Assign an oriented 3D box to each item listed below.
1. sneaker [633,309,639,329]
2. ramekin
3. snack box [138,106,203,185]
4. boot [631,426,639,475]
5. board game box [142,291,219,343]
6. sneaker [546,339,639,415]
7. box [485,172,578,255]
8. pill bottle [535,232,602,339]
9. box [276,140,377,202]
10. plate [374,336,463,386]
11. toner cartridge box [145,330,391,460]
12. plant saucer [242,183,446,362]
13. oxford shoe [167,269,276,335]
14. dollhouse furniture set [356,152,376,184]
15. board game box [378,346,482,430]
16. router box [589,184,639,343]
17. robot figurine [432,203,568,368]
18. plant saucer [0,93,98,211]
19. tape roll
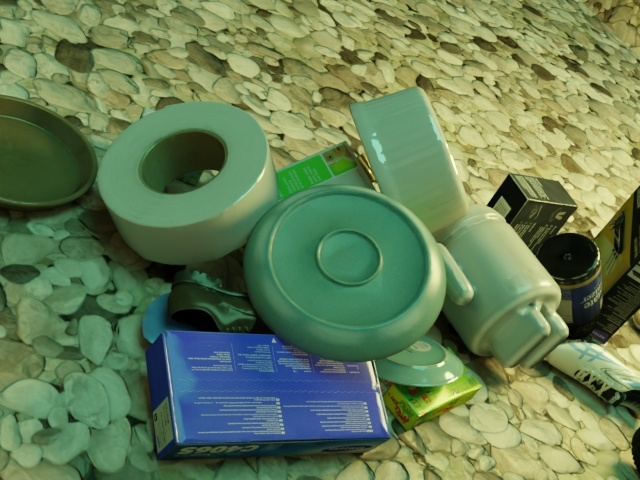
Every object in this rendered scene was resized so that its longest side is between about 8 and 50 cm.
[{"bbox_3d":[0.836,0.182,2.106,0.282,0.153,0.099,-15,52,-9],"label":"sneaker"},{"bbox_3d":[0.161,-0.138,1.642,0.277,0.135,0.277,-22,90,-84],"label":"ramekin"},{"bbox_3d":[-0.272,-0.170,1.678,0.141,0.100,0.037,22,36,-14],"label":"snack box"},{"bbox_3d":[0.697,0.434,1.675,0.207,0.094,0.247,-5,55,-36],"label":"boot"},{"bbox_3d":[-0.194,0.152,1.405,0.168,0.033,0.133,36,39,8],"label":"board game box"},{"bbox_3d":[0.545,0.265,1.783,0.237,0.085,0.086,25,43,-5],"label":"sneaker"},{"bbox_3d":[0.450,-0.055,2.035,0.158,0.156,0.093,6,41,-32],"label":"box"},{"bbox_3d":[0.493,0.097,1.822,0.122,0.219,0.123,-10,48,11],"label":"pill bottle"},{"bbox_3d":[0.000,0.000,1.561,0.231,0.127,0.262,-23,59,-8],"label":"box"},{"bbox_3d":[0.149,0.191,1.554,0.188,0.024,0.188,6,19,-2],"label":"plate"},{"bbox_3d":[-0.072,0.225,1.339,0.347,0.075,0.165,7,59,-31],"label":"toner cartridge box"},{"bbox_3d":[0.041,0.034,1.411,0.317,0.044,0.318,4,56,-6],"label":"plant saucer"},{"bbox_3d":[-0.123,0.126,1.398,0.227,0.083,0.096,15,50,-7],"label":"oxford shoe"},{"bbox_3d":[0.069,-0.044,1.790,0.184,0.129,0.129,54,33,-11],"label":"dollhouse furniture set"},{"bbox_3d":[0.183,0.248,1.561,0.181,0.043,0.092,-13,53,-45],"label":"board game box"},{"bbox_3d":[0.660,0.042,2.000,0.081,0.243,0.309,31,34,-1],"label":"router box"},{"bbox_3d":[0.308,0.073,1.733,0.300,0.200,0.353,14,35,-51],"label":"robot figurine"},{"bbox_3d":[-0.507,-0.142,1.521,0.277,0.041,0.278,20,37,-16],"label":"plant saucer"},{"bbox_3d":[-0.214,-0.099,1.515,0.286,0.100,0.286,-6,50,7],"label":"tape roll"}]
